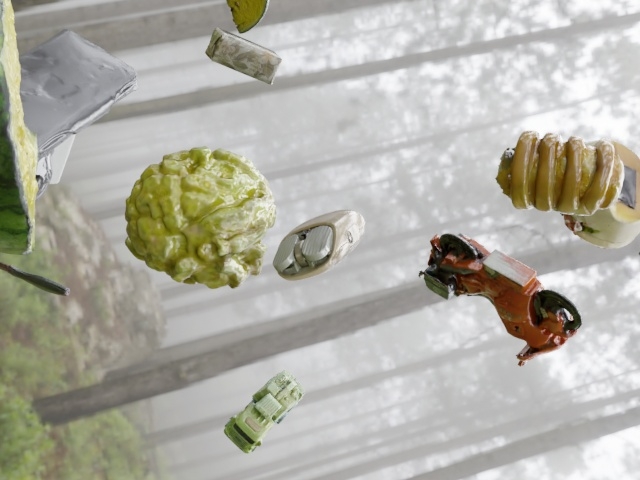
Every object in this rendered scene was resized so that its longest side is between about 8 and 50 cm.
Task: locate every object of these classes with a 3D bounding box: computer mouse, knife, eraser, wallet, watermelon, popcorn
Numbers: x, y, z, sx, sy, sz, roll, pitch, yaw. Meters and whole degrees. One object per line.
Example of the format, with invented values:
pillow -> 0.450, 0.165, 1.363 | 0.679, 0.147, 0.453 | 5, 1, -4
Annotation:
computer mouse -> 0.000, 0.000, 1.839 | 0.236, 0.145, 0.081 | -41, 112, -58
knife -> -0.466, 0.051, 1.478 | 0.247, 0.018, 0.035 | 14, -18, 36
eraser -> -0.607, -0.226, 2.156 | 0.298, 0.078, 0.076 | -48, -126, 55
wallet -> -0.494, -0.273, 1.767 | 0.197, 0.377, 0.051 | 33, -49, 3
watermelon -> -0.427, -0.132, 1.119 | 0.331, 0.190, 0.330 | 174, -90, -83
popcorn -> -0.179, -0.023, 1.507 | 0.212, 0.259, 0.259 | 43, -35, 45
watermelon -> -0.141, -0.502, 1.879 | 0.075, 0.092, 0.181 | 21, -47, 60

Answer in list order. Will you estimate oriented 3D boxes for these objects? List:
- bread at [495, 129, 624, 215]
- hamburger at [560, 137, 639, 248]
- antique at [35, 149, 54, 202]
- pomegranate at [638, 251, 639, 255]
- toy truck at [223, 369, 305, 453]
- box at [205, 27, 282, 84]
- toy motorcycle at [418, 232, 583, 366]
bread -> 0.347, -0.100, 1.393 | 0.084, 0.177, 0.119 | 47, 54, -63
hamburger -> 0.506, -0.088, 1.733 | 0.116, 0.173, 0.210 | -47, -154, 49
antique -> -0.635, -0.107, 1.749 | 0.255, 0.322, 0.185 | -1, -67, 54
pomegranate -> 0.554, 0.017, 1.252 | 0.198, 0.246, 0.198 | -28, -122, 59
toy truck -> -0.108, 0.351, 2.029 | 0.085, 0.191, 0.116 | 44, -39, 5
box -> -0.106, -0.255, 1.332 | 0.045, 0.098, 0.062 | -64, -155, 12
toy motorcycle -> 0.343, 0.107, 1.801 | 0.326, 0.148, 0.221 | 32, -28, 29
